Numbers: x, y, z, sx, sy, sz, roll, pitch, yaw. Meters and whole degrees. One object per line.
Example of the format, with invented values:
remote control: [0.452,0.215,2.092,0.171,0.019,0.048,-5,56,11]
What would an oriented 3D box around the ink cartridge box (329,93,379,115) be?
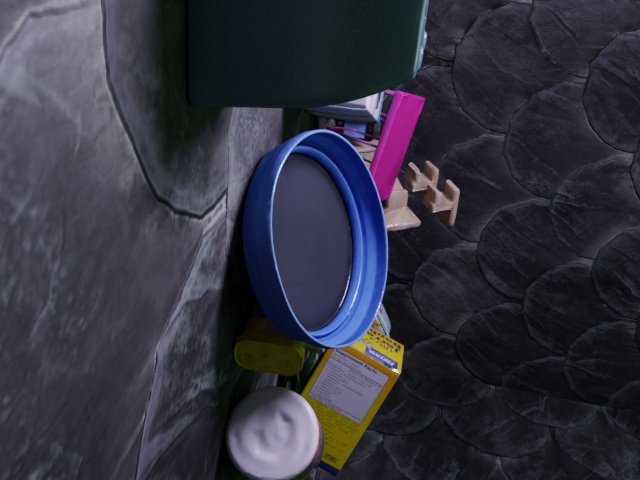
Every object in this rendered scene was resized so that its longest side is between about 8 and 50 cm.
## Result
ink cartridge box: [0.058,-0.410,1.391,0.395,0.166,0.285,-39,137,-79]

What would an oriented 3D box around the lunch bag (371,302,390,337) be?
lunch bag: [0.072,0.219,1.929,0.108,0.224,0.279,-72,140,-66]

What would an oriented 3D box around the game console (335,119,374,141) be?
game console: [0.105,-0.357,2.035,0.071,0.122,0.107,-67,166,-59]

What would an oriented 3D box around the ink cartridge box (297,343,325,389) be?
ink cartridge box: [-0.010,0.246,1.753,0.189,0.097,0.255,-62,146,-59]

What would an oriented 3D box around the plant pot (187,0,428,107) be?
plant pot: [0.005,-0.291,0.763,0.247,0.252,0.247,-67,165,-60]

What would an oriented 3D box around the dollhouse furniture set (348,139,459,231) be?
dollhouse furniture set: [0.175,-0.118,2.072,0.394,0.362,0.256,-121,-153,-51]

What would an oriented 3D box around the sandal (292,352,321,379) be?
sandal: [-0.041,0.388,2.018,0.416,0.102,0.169,72,11,-48]

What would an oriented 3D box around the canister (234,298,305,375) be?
canister: [-0.080,0.166,1.229,0.170,0.126,0.073,-73,170,-57]

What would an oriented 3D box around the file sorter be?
file sorter: [0.119,-0.270,1.721,0.202,0.182,0.290,-16,128,-64]

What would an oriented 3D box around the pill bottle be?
pill bottle: [-0.082,0.410,1.335,0.318,0.176,0.176,83,18,-68]

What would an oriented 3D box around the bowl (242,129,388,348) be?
bowl: [0.000,0.000,1.180,0.391,0.077,0.391,14,73,-55]

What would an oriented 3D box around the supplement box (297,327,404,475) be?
supplement box: [0.055,0.414,1.773,0.356,0.194,0.195,-61,178,16]

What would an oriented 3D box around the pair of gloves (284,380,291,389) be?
pair of gloves: [-0.106,0.515,1.929,0.198,0.023,0.159,88,14,-56]
